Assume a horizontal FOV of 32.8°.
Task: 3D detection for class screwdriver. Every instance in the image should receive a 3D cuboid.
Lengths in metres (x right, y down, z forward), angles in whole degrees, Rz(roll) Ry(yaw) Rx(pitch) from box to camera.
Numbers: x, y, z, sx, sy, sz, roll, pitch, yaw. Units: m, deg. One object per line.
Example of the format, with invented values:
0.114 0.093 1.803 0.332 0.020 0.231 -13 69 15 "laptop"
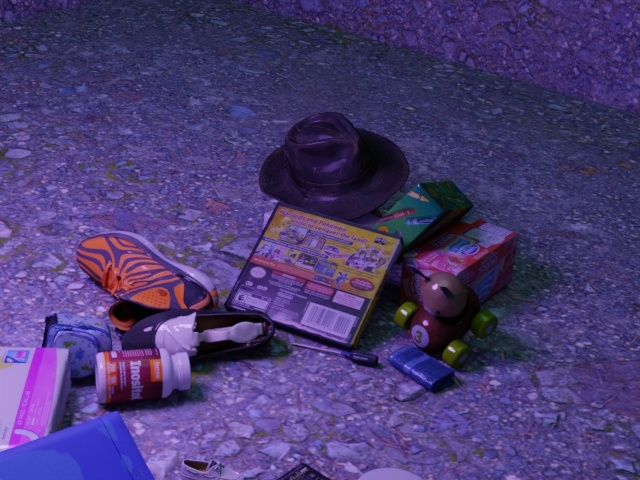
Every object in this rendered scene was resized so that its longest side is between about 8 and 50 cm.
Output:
0.025 0.201 1.988 0.170 0.025 0.024 14 28 16 "screwdriver"

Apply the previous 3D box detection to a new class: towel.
0.181 0.228 1.955 0.067 0.029 0.119 -18 35 -36 "towel"

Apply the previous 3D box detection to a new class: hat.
0.024 -0.189 2.290 0.331 0.134 0.331 -5 39 4 "hat"

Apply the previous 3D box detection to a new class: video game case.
-0.011 0.066 2.090 0.275 0.035 0.248 16 65 22 "video game case"

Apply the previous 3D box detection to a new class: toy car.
0.212 0.115 1.963 0.149 0.188 0.155 -46 57 -9 "toy car"

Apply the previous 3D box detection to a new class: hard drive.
-0.373 0.372 1.467 0.319 0.040 0.210 -16 62 -36 "hard drive"

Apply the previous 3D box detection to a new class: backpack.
-0.413 0.185 1.855 0.114 0.105 0.084 6 20 -23 "backpack"

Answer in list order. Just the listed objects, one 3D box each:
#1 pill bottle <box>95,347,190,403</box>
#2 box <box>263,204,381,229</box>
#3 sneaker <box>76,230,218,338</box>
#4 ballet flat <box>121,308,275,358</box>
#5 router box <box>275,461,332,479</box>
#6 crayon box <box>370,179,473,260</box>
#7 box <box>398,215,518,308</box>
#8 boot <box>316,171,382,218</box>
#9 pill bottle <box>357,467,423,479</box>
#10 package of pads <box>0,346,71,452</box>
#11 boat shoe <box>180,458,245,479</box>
-0.297 0.224 1.817 0.152 0.086 0.086 -4 28 -16 "pill bottle"
0.000 0.000 2.275 0.182 0.119 0.181 25 33 33 "box"
-0.365 0.084 2.040 0.321 0.124 0.180 18 29 24 "sneaker"
-0.208 0.163 1.925 0.280 0.095 0.096 -8 -1 -23 "ballet flat"
-0.032 0.385 1.596 0.092 0.038 0.122 24 33 34 "router box"
0.204 -0.039 2.237 0.081 0.165 0.278 49 18 10 "crayon box"
0.281 0.057 2.205 0.128 0.122 0.257 21 31 32 "box"
0.034 -0.130 2.460 0.248 0.090 0.207 43 1 43 "boot"
0.082 0.403 1.391 0.119 0.208 0.119 4 26 -2 "pill bottle"
-0.516 0.271 1.669 0.229 0.101 0.296 2 26 -7 "package of pads"
-0.163 0.350 1.647 0.100 0.035 0.035 9 27 8 "boat shoe"
